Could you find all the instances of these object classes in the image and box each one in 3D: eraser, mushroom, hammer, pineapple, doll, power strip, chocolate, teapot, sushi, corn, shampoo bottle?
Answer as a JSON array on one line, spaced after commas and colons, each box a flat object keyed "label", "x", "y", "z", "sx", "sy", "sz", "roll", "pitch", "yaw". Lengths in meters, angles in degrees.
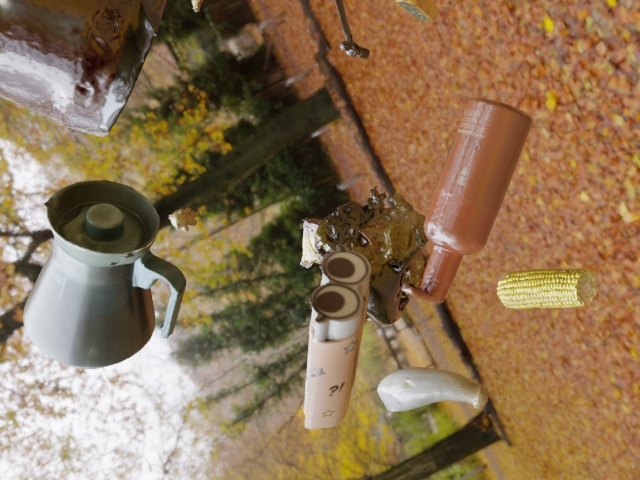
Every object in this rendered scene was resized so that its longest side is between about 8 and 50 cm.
[{"label": "eraser", "x": 0.024, "y": 0.165, "z": 1.230, "sx": 0.290, "sy": 0.087, "sz": 0.171, "roll": 95, "pitch": -173, "yaw": -46}, {"label": "mushroom", "x": 0.263, "y": 0.357, "z": 1.796, "sx": 0.118, "sy": 0.270, "sz": 0.103, "roll": 55, "pitch": -136, "yaw": -31}, {"label": "hammer", "x": 0.042, "y": -0.398, "z": 1.334, "sx": 0.065, "sy": 0.021, "sz": 0.178, "roll": 12, "pitch": -126, "yaw": -42}, {"label": "pineapple", "x": 0.000, "y": 0.000, "z": 1.605, "sx": 0.116, "sy": 0.137, "sz": 0.069, "roll": 53, "pitch": -159, "yaw": 3}, {"label": "doll", "x": -0.338, "y": -0.052, "z": 1.886, "sx": 0.051, "sy": 0.093, "sz": 0.061, "roll": 13, "pitch": 96, "yaw": 42}, {"label": "power strip", "x": 0.176, "y": -0.441, "z": 1.393, "sx": 0.049, "sy": 0.028, "sz": 0.178, "roll": 18, "pitch": -172, "yaw": 23}, {"label": "chocolate", "x": -0.501, "y": -0.417, "z": 1.417, "sx": 0.331, "sy": 0.383, "sz": 0.383, "roll": 24, "pitch": -162, "yaw": -24}, {"label": "teapot", "x": -0.275, "y": 0.053, "z": 0.965, "sx": 0.203, "sy": 0.171, "sz": 0.225, "roll": 27, "pitch": 131, "yaw": 6}, {"label": "sushi", "x": 0.105, "y": 0.033, "z": 1.355, "sx": 0.213, "sy": 0.200, "sz": 0.204, "roll": 57, "pitch": 173, "yaw": 18}, {"label": "corn", "x": 0.510, "y": 0.109, "z": 1.712, "sx": 0.244, "sy": 0.093, "sz": 0.093, "roll": -12, "pitch": 107, "yaw": 57}, {"label": "shampoo bottle", "x": 0.170, "y": -0.043, "z": 0.883, "sx": 0.085, "sy": 0.244, "sz": 0.085, "roll": 21, "pitch": -176, "yaw": -2}]

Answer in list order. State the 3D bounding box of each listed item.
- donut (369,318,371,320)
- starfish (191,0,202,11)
[{"label": "donut", "x": 0.130, "y": 0.106, "z": 1.841, "sx": 0.117, "sy": 0.166, "sz": 0.065, "roll": 39, "pitch": 180, "yaw": -15}, {"label": "starfish", "x": -0.161, "y": -0.438, "z": 0.897, "sx": 0.078, "sy": 0.347, "sz": 0.358, "roll": 41, "pitch": -166, "yaw": 22}]
